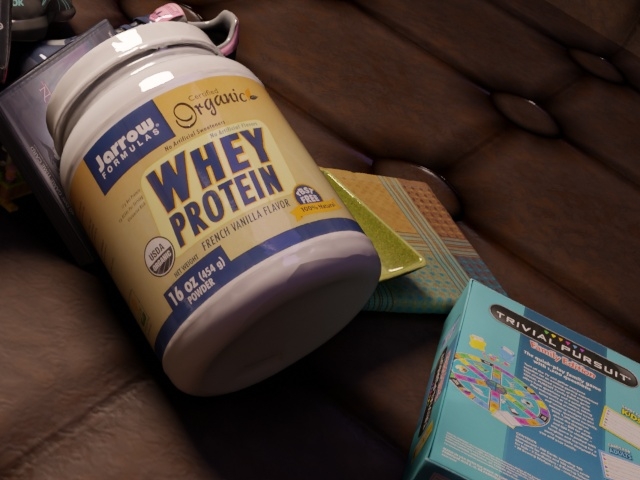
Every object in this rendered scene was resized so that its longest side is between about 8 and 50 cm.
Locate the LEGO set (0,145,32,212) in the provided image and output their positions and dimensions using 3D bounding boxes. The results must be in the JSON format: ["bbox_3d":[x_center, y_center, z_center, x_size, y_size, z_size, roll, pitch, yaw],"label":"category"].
[{"bbox_3d":[-0.351,-0.111,1.104,0.287,0.107,0.132,5,38,-30],"label":"LEGO set"}]

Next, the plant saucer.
[{"bbox_3d":[0.000,0.000,1.183,0.188,0.045,0.188,44,34,24],"label":"plant saucer"}]

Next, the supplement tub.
[{"bbox_3d":[-0.112,-0.034,1.007,0.228,0.228,0.316,-12,60,-46],"label":"supplement tub"}]

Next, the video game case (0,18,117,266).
[{"bbox_3d":[-0.253,-0.119,1.157,0.196,0.026,0.274,62,24,-20],"label":"video game case"}]

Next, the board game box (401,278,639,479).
[{"bbox_3d":[0.235,0.207,1.098,0.253,0.079,0.336,27,31,1],"label":"board game box"}]

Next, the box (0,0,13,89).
[{"bbox_3d":[-0.395,-0.241,1.073,0.143,0.165,0.270,3,0,-18],"label":"box"}]

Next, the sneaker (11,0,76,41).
[{"bbox_3d":[-0.383,-0.334,1.363,0.101,0.106,0.267,-2,22,-6],"label":"sneaker"}]

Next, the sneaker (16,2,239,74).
[{"bbox_3d":[-0.247,-0.263,1.379,0.319,0.131,0.112,-9,46,-43],"label":"sneaker"}]

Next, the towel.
[{"bbox_3d":[0.044,-0.003,1.307,0.370,0.040,0.271,6,38,-33],"label":"towel"}]
